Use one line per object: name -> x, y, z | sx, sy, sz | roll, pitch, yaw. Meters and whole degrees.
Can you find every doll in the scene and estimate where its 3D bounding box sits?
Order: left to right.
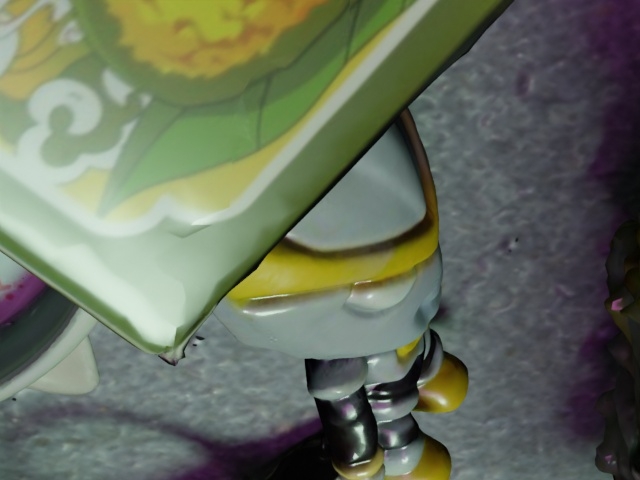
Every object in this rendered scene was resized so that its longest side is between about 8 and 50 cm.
doll -> 0.000, 0.004, 0.834 | 0.103, 0.145, 0.316 | 25, 156, 33

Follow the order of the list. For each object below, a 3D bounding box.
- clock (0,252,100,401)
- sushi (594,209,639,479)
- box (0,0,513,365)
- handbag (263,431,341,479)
clock -> -0.201, -0.032, 0.793 | 0.265, 0.109, 0.324 | -15, 136, 1
sushi -> 0.248, 0.156, 0.845 | 0.240, 0.397, 0.351 | -6, 155, 1
box -> -0.068, -0.220, 0.525 | 0.373, 0.138, 0.420 | -46, 127, 6
handbag -> -0.017, 0.232, 1.048 | 0.241, 0.109, 0.315 | -49, 130, -6
